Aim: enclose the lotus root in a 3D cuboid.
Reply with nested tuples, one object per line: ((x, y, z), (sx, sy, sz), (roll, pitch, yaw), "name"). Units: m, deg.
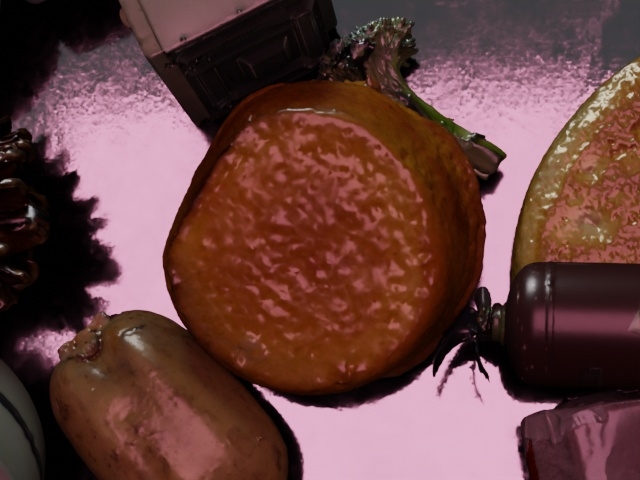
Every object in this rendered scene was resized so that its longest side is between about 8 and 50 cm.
((-0.137, 0.186, 1.386), (0.284, 0.146, 0.160), (46, 107, 7), "lotus root")

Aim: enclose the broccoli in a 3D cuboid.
((0.090, -0.128, 1.440), (0.204, 0.118, 0.122), (39, 56, 6), "broccoli")

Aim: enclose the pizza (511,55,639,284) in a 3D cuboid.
((0.297, -0.065, 1.417), (0.258, 0.087, 0.268), (-9, 79, 8), "pizza")

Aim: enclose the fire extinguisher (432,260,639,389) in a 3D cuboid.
((0.273, 0.082, 1.299), (0.337, 0.114, 0.135), (1, 36, 10), "fire extinguisher")

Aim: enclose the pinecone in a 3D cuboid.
((-0.373, -0.032, 1.392), (0.243, 0.243, 0.257), (-20, 80, 2), "pinecone")

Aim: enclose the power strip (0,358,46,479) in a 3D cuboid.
((-0.420, 0.220, 1.312), (0.357, 0.161, 0.357), (-2, 117, -5), "power strip")

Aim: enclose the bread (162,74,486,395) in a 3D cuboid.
((-0.001, 0.005, 1.370), (0.312, 0.172, 0.312), (2, 101, 12), "bread")

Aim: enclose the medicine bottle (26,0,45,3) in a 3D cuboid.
((-0.168, -0.351, 1.459), (0.324, 0.179, 0.124), (-20, 77, 3), "medicine bottle")

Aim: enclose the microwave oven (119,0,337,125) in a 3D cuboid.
((-0.085, -0.227, 1.400), (0.194, 0.240, 0.145), (-23, 78, 1), "microwave oven")

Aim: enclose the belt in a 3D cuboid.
((0.285, 0.188, 1.352), (0.201, 0.128, 0.124), (-9, 79, -3), "belt")
